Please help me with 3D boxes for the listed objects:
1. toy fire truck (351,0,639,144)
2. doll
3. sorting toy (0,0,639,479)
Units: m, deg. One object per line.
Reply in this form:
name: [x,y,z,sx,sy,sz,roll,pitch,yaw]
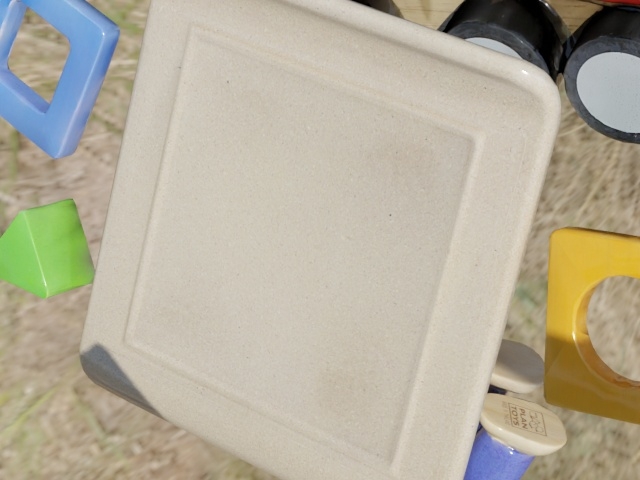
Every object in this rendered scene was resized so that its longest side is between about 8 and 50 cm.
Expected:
toy fire truck: [0.062,-0.166,0.790,0.217,0.158,0.246,9,135,26]
doll: [0.047,0.136,0.841,0.046,0.129,0.189,12,125,-18]
sorting toy: [0.000,0.000,0.727,0.347,0.047,0.196,23,113,30]
